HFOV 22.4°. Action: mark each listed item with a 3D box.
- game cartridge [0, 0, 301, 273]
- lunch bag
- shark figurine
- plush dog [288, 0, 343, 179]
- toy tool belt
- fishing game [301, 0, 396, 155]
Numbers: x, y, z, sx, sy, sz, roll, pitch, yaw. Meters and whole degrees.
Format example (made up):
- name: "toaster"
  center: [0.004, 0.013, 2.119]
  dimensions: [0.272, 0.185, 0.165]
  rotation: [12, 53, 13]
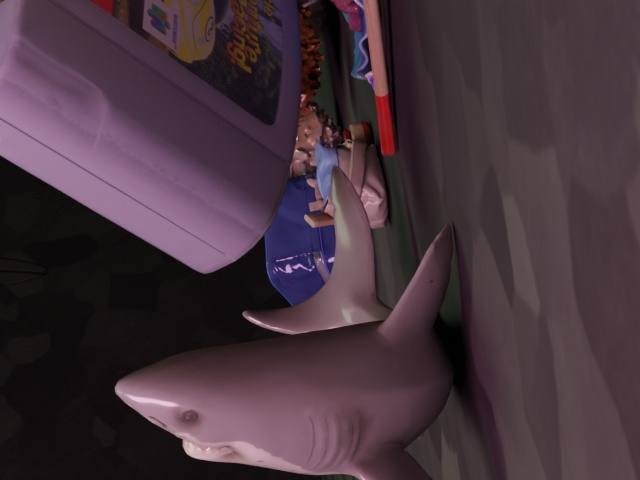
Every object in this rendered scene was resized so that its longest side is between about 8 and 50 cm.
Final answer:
- name: "game cartridge"
  center: [-0.092, -0.135, 0.861]
  dimensions: [0.196, 0.060, 0.294]
  rotation: [36, -141, -39]
- name: "lunch bag"
  center: [0.000, 0.000, 1.151]
  dimensions: [0.067, 0.065, 0.098]
  rotation: [50, -152, -56]
- name: "shark figurine"
  center: [0.031, 0.037, 0.754]
  dimensions: [0.278, 0.166, 0.116]
  rotation: [-43, -28, -73]
- name: "plush dog"
  center: [-0.073, -0.171, 1.179]
  dimensions: [0.225, 0.210, 0.263]
  rotation: [134, 132, -56]
- name: "toy tool belt"
  center: [0.011, -0.040, 0.992]
  dimensions: [0.052, 0.051, 0.083]
  rotation: [85, 175, -45]
- name: "fishing game"
  center: [0.002, -0.181, 0.922]
  dimensions: [0.189, 0.041, 0.264]
  rotation: [81, 178, -46]
